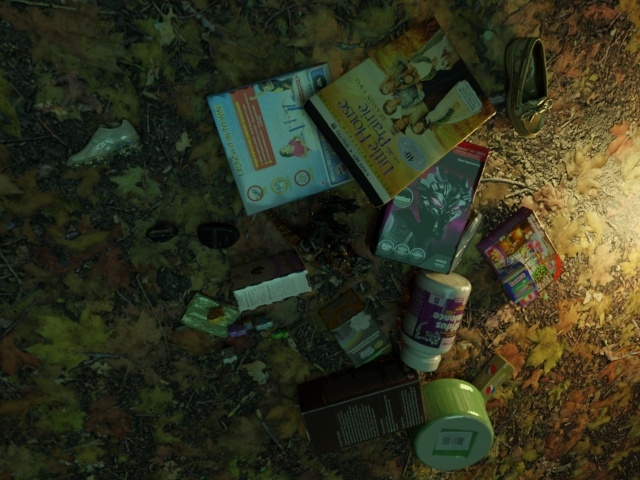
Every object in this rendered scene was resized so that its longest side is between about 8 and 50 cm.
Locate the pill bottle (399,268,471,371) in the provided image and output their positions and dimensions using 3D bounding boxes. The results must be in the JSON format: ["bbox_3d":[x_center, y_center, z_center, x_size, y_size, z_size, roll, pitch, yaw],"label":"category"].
[{"bbox_3d":[0.348,0.249,1.401,0.169,0.169,0.301,7,107,-18],"label":"pill bottle"}]

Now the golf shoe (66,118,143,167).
[{"bbox_3d":[-0.516,-0.226,1.056,0.176,0.069,0.086,-22,94,-10],"label":"golf shoe"}]

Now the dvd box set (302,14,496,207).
[{"bbox_3d":[0.207,-0.326,1.108,0.420,0.062,0.307,-38,97,-17],"label":"dvd box set"}]

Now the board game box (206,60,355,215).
[{"bbox_3d":[-0.094,-0.256,1.139,0.302,0.086,0.308,-19,113,-8],"label":"board game box"}]

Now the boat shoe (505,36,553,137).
[{"bbox_3d":[0.591,-0.425,1.267,0.105,0.089,0.285,-24,114,-7],"label":"boat shoe"}]

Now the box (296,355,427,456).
[{"bbox_3d":[0.132,0.529,1.441,0.382,0.143,0.191,-15,113,-5],"label":"box"}]

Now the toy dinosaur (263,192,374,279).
[{"bbox_3d":[0.000,0.000,1.220,0.322,0.164,0.218,13,134,-19],"label":"toy dinosaur"}]

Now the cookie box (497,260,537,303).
[{"bbox_3d":[0.637,0.136,1.448,0.092,0.040,0.107,-36,114,4],"label":"cookie box"}]

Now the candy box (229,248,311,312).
[{"bbox_3d":[-0.140,0.106,1.214,0.196,0.165,0.070,-16,111,-9],"label":"candy box"}]

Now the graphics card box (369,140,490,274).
[{"bbox_3d":[0.298,-0.110,1.255,0.233,0.094,0.370,16,101,-4],"label":"graphics card box"}]

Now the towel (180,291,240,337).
[{"bbox_3d":[-0.313,0.218,1.282,0.148,0.027,0.110,26,102,-22],"label":"towel"}]

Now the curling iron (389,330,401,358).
[{"bbox_3d":[0.262,0.427,1.514,0.068,0.035,0.274,-15,113,-10],"label":"curling iron"}]

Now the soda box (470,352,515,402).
[{"bbox_3d":[0.616,0.504,1.626,0.058,0.061,0.181,36,96,-24],"label":"soda box"}]

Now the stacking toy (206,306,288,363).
[{"bbox_3d":[-0.201,0.247,1.289,0.221,0.052,0.167,-17,121,-17],"label":"stacking toy"}]

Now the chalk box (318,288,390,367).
[{"bbox_3d":[0.113,0.282,1.369,0.132,0.132,0.213,-34,115,-3],"label":"chalk box"}]

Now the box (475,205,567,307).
[{"bbox_3d":[0.670,0.059,1.482,0.201,0.057,0.293,-41,115,3],"label":"box"}]

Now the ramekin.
[{"bbox_3d":[0.441,0.644,1.545,0.304,0.148,0.303,-1,115,-2],"label":"ramekin"}]

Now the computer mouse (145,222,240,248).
[{"bbox_3d":[-0.337,-0.019,1.190,0.242,0.041,0.071,3,125,-11],"label":"computer mouse"}]

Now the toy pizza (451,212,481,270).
[{"bbox_3d":[0.427,0.004,1.351,0.032,0.201,0.201,30,103,21],"label":"toy pizza"}]
